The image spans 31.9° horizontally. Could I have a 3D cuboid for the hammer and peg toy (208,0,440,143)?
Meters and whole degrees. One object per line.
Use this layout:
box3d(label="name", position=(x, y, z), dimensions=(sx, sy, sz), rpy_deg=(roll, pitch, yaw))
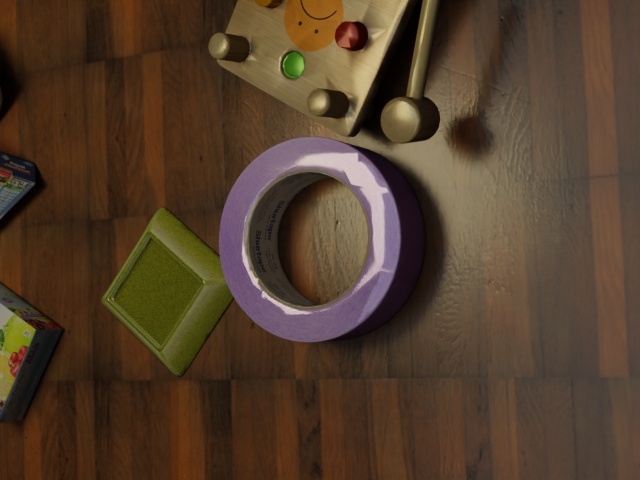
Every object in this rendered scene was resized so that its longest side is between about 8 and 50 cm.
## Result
box3d(label="hammer and peg toy", position=(0.041, -0.283, 1.479), dimensions=(0.361, 0.127, 0.266), rpy_deg=(32, 108, 27))

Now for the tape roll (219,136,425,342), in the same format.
box3d(label="tape roll", position=(0.000, 0.000, 1.523), dimensions=(0.274, 0.090, 0.275), rpy_deg=(-1, 87, 28))

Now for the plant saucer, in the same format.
box3d(label="plant saucer", position=(-0.235, 0.076, 1.663), dimensions=(0.188, 0.045, 0.188), rpy_deg=(40, 105, 23))

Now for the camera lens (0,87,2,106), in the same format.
box3d(label="camera lens", position=(-0.667, -0.292, 1.803), dimensions=(0.219, 0.219, 0.274), rpy_deg=(-45, 69, 18))

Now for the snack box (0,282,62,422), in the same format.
box3d(label="snack box", position=(-0.536, 0.166, 1.799), dimensions=(0.207, 0.070, 0.174), rpy_deg=(30, 102, 27))

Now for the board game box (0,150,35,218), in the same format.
box3d(label="board game box", position=(-0.586, -0.069, 1.790), dimensions=(0.194, 0.194, 0.060), rpy_deg=(-54, 34, 27))
